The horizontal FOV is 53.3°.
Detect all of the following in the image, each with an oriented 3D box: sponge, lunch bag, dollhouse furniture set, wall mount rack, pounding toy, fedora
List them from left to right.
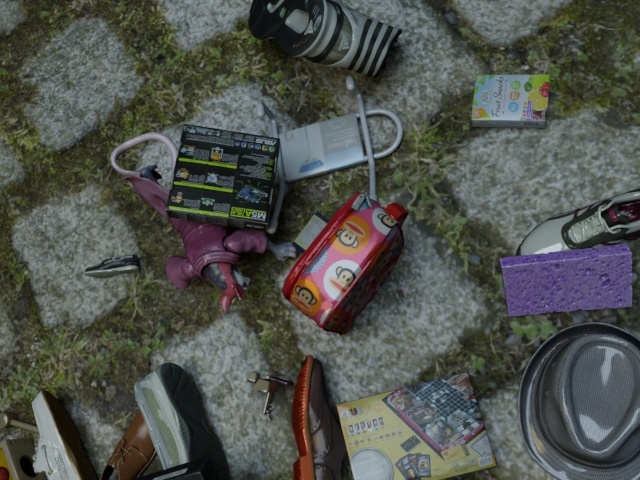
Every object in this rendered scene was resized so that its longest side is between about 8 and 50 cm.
[{"bbox_3d":[-0.656,0.455,1.333,0.181,0.094,0.206,-35,68,5],"label":"pounding toy"},{"bbox_3d":[-0.119,0.298,1.204,0.090,0.114,0.081,11,82,17],"label":"dollhouse furniture set"},{"bbox_3d":[-0.004,-0.164,1.292,0.349,0.130,0.305,-14,71,14],"label":"wall mount rack"},{"bbox_3d":[0.063,0.036,1.125,0.120,0.293,0.258,38,85,13],"label":"lunch bag"},{"bbox_3d":[0.424,0.072,1.104,0.209,0.117,0.031,-7,32,14],"label":"sponge"},{"bbox_3d":[0.446,0.260,1.026,0.243,0.124,0.276,18,77,22],"label":"fedora"}]

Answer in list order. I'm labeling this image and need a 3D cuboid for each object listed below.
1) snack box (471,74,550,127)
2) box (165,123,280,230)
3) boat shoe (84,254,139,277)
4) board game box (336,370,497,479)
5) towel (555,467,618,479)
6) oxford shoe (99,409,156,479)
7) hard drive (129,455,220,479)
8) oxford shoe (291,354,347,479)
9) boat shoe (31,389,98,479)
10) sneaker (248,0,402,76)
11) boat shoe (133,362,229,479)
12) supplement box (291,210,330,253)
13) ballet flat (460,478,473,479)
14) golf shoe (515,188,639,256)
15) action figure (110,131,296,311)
[{"bbox_3d":[0.374,-0.274,1.256,0.141,0.037,0.100,5,75,19],"label":"snack box"},{"bbox_3d":[-0.180,-0.120,1.204,0.190,0.045,0.184,7,71,-5],"label":"box"},{"bbox_3d":[-0.463,0.056,1.415,0.125,0.046,0.038,-10,72,11],"label":"boat shoe"},{"bbox_3d":[0.164,0.340,1.116,0.243,0.042,0.165,-14,71,1],"label":"board game box"},{"bbox_3d":[0.441,0.392,1.058,0.083,0.009,0.060,-33,67,6],"label":"towel"},{"bbox_3d":[-0.379,0.425,1.268,0.076,0.076,0.213,17,78,23],"label":"oxford shoe"},{"bbox_3d":[-0.238,0.566,1.113,0.236,0.064,0.339,-21,96,11],"label":"hard drive"},{"bbox_3d":[0.001,0.349,1.179,0.098,0.097,0.272,3,70,-12],"label":"oxford shoe"},{"bbox_3d":[-0.539,0.439,1.292,0.096,0.098,0.277,-30,69,-5],"label":"boat shoe"},{"bbox_3d":[0.010,-0.453,1.373,0.169,0.257,0.448,-59,33,22],"label":"sneaker"},{"bbox_3d":[-0.269,0.398,1.222,0.103,0.118,0.321,-33,72,20],"label":"boat shoe"},{"bbox_3d":[0.000,0.000,1.267,0.056,0.083,0.083,36,88,22],"label":"supplement box"},{"bbox_3d":[0.170,0.468,1.091,0.232,0.073,0.080,-19,103,10],"label":"ballet flat"},{"bbox_3d":[0.471,-0.025,1.112,0.272,0.120,0.105,-25,70,10],"label":"golf shoe"},{"bbox_3d":[-0.219,-0.034,1.258,0.248,0.276,0.370,-29,54,1],"label":"action figure"}]
